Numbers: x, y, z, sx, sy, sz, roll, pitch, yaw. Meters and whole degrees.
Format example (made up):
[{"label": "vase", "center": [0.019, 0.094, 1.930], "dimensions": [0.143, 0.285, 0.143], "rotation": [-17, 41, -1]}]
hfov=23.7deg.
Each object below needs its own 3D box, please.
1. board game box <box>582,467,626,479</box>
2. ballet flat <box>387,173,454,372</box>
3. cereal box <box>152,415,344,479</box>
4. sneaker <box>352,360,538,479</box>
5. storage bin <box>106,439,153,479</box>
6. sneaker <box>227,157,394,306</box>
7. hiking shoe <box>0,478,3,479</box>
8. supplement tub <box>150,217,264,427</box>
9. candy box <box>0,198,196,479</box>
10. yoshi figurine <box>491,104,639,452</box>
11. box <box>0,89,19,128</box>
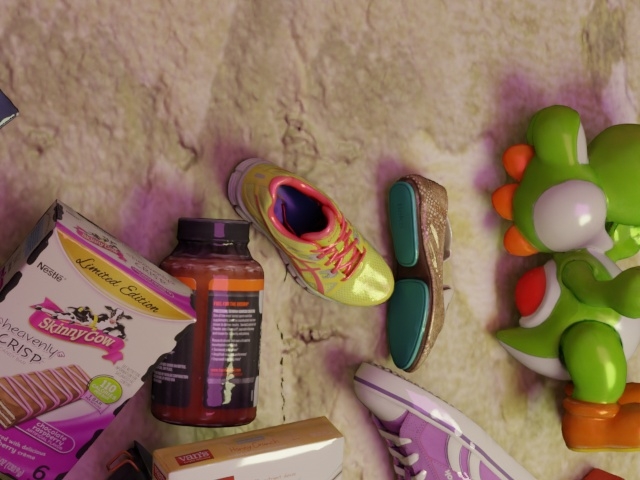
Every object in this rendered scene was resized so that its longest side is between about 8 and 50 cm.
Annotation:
[{"label": "board game box", "center": [0.318, 0.452, 1.699], "dimensions": [0.242, 0.064, 0.316], "rotation": [-40, 107, -16]}, {"label": "ballet flat", "center": [0.111, 0.034, 1.588], "dimensions": [0.067, 0.073, 0.206], "rotation": [-3, 98, -37]}, {"label": "cereal box", "center": [-0.068, 0.286, 1.400], "dimensions": [0.173, 0.047, 0.240], "rotation": [-9, 118, -24]}, {"label": "sneaker", "center": [0.112, 0.257, 1.584], "dimensions": [0.282, 0.102, 0.161], "rotation": [42, 80, -20]}, {"label": "storage bin", "center": [-0.180, 0.258, 1.448], "dimensions": [0.091, 0.135, 0.098], "rotation": [-41, 108, -5]}, {"label": "sneaker", "center": [0.000, 0.000, 1.523], "dimensions": [0.208, 0.094, 0.081], "rotation": [39, 77, -22]}, {"label": "hiking shoe", "center": [-0.277, 0.298, 1.381], "dimensions": [0.132, 0.113, 0.304], "rotation": [-35, 124, -9]}, {"label": "supplement tub", "center": [-0.107, 0.077, 1.475], "dimensions": [0.106, 0.106, 0.197], "rotation": [3, 92, -23]}, {"label": "candy box", "center": [-0.245, 0.102, 1.391], "dimensions": [0.159, 0.071, 0.233], "rotation": [35, 104, -21]}, {"label": "yoshi figurine", "center": [0.317, 0.029, 1.618], "dimensions": [0.203, 0.203, 0.362], "rotation": [-13, 96, -38]}, {"label": "box", "center": [-0.469, -0.128, 1.272], "dimensions": [0.296, 0.183, 0.294], "rotation": [-42, 106, -16]}]
